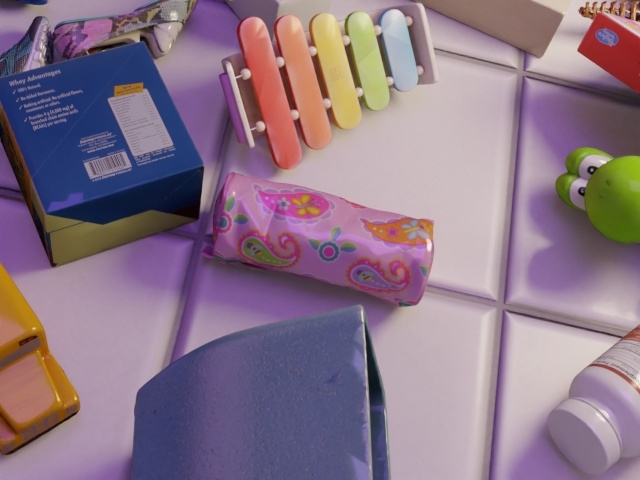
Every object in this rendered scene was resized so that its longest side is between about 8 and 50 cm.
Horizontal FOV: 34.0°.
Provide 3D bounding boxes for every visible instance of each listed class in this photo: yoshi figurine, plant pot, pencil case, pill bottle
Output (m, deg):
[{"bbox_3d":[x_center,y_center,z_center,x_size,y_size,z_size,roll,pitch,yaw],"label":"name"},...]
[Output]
[{"bbox_3d":[0.485,-0.018,1.365,0.362,0.203,0.203,20,65,5],"label":"yoshi figurine"},{"bbox_3d":[-0.059,0.237,1.094,0.252,0.248,0.247,-6,60,6],"label":"plant pot"},{"bbox_3d":[0.000,0.000,1.308,0.284,0.124,0.124,13,59,-2],"label":"pencil case"},{"bbox_3d":[0.382,0.184,1.267,0.216,0.121,0.121,-32,71,-24],"label":"pill bottle"}]

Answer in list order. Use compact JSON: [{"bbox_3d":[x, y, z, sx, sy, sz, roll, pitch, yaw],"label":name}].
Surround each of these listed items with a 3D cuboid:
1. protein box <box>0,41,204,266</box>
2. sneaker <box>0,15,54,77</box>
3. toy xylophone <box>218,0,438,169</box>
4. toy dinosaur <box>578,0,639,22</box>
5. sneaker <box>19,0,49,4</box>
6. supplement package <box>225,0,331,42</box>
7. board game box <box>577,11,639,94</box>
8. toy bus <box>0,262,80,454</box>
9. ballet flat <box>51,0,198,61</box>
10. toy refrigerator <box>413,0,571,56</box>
[{"bbox_3d":[-0.276,-0.109,1.303,0.200,0.136,0.201,-19,66,-20],"label":"protein box"},{"bbox_3d":[-0.404,-0.237,1.398,0.076,0.065,0.166,7,57,-1],"label":"sneaker"},{"bbox_3d":[-0.004,-0.253,1.414,0.322,0.081,0.236,-30,111,-19],"label":"toy xylophone"},{"bbox_3d":[0.550,-0.396,1.624,0.322,0.164,0.218,-12,78,-40],"label":"toy dinosaur"},{"bbox_3d":[-0.454,-0.343,1.447,0.152,0.058,0.084,22,53,8],"label":"sneaker"},{"bbox_3d":[-0.077,-0.381,1.514,0.105,0.105,0.179,-29,70,-26],"label":"supplement package"},{"bbox_3d":[0.540,-0.197,1.436,0.242,0.064,0.316,0,37,-45],"label":"board game box"},{"bbox_3d":[-0.400,0.071,1.180,0.108,0.130,0.333,-30,70,-24],"label":"toy bus"},{"bbox_3d":[-0.258,-0.284,1.446,0.221,0.077,0.079,-22,85,-26],"label":"ballet flat"},{"bbox_3d":[0.241,-0.392,1.582,0.269,0.102,0.094,25,59,5],"label":"toy refrigerator"}]
